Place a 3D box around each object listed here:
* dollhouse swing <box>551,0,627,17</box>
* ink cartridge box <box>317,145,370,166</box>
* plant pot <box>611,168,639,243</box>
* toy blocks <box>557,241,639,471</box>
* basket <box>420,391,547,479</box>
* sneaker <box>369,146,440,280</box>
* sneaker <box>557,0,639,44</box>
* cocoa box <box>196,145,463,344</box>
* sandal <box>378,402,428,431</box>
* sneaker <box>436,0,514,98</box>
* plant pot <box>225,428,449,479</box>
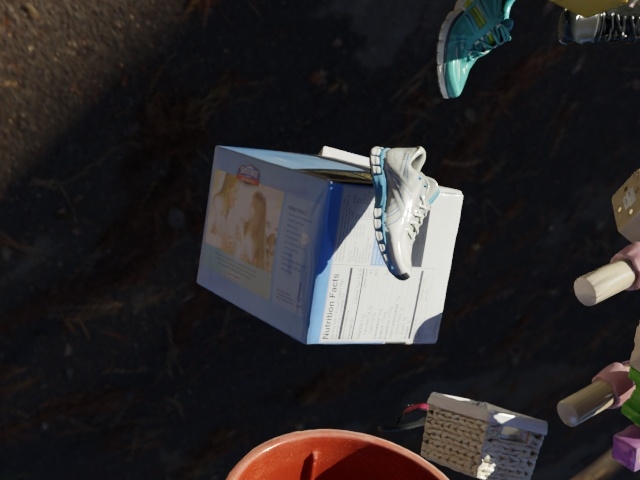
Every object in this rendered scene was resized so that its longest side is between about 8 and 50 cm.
[{"bbox_3d":[0.486,-0.575,1.666,0.315,0.305,0.346,10,83,-45],"label":"dollhouse swing"},{"bbox_3d":[0.025,-0.098,1.991,0.104,0.060,0.180,13,153,-11],"label":"ink cartridge box"},{"bbox_3d":[0.503,-0.047,1.600,0.096,0.109,0.109,16,138,-15],"label":"plant pot"},{"bbox_3d":[0.530,0.175,1.460,0.260,0.309,0.288,-21,128,-29],"label":"toy blocks"},{"bbox_3d":[0.239,0.296,1.587,0.113,0.167,0.103,15,86,-26],"label":"basket"},{"bbox_3d":[0.109,-0.042,1.324,0.083,0.190,0.071,-10,152,14],"label":"sneaker"},{"bbox_3d":[0.569,-0.421,2.014,0.283,0.124,0.107,-20,125,-39],"label":"sneaker"},{"bbox_3d":[0.000,0.000,1.560,0.228,0.347,0.231,3,101,-33],"label":"cocoa box"},{"bbox_3d":[0.181,0.286,1.773,0.179,0.040,0.067,-16,171,4],"label":"sandal"},{"bbox_3d":[0.282,-0.374,1.884,0.275,0.110,0.107,-64,155,-13],"label":"sneaker"},{"bbox_3d":[0.008,0.389,1.120,0.272,0.272,0.265,-11,130,-31],"label":"plant pot"}]
